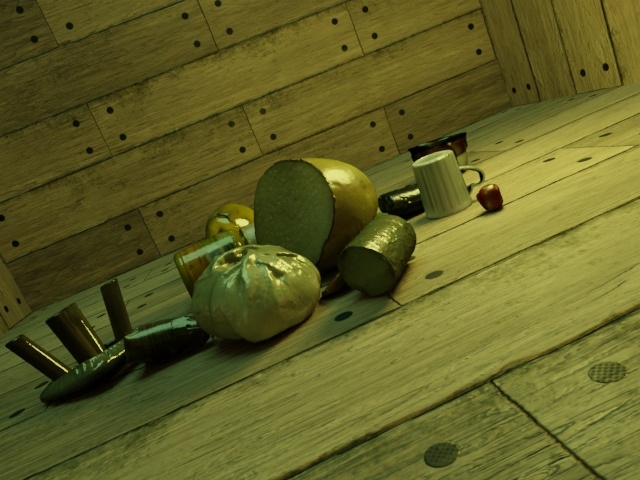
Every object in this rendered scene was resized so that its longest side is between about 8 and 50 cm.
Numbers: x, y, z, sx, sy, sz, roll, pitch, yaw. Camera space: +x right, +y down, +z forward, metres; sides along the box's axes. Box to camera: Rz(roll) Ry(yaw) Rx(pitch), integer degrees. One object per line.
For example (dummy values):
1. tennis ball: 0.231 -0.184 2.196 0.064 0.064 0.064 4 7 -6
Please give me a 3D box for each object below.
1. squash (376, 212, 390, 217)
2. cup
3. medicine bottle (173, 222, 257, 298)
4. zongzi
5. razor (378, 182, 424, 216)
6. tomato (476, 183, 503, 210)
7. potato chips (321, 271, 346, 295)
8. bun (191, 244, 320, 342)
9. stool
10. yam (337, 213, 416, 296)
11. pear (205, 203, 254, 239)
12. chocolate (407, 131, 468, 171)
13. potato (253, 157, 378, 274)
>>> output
1. squash: 0.211 -0.032 1.680 0.101 0.102 0.379 -21 11 7
2. cup: 0.444 -0.210 1.781 0.221 0.202 0.167 -27 15 -17
3. medicine bottle: -0.342 0.073 1.932 0.384 0.225 0.224 -24 12 -12
4. zongzi: -0.427 0.288 1.485 0.247 0.111 0.241 -13 -11 -9
5. razor: 0.394 -0.182 1.976 0.326 0.107 0.189 -23 11 -6
6. tomato: 0.529 -0.134 1.580 0.075 0.087 0.087 -22 11 19
7. potato chips: 0.073 0.086 1.450 0.150 0.049 0.202 -55 2 34
8. bun: -0.182 0.121 1.380 0.364 0.220 0.365 -12 12 3
9. stool: -0.722 0.300 1.544 0.310 0.226 0.310 -26 11 25
10. yam: 0.154 0.036 1.340 0.161 0.161 0.268 -16 14 29
11. pear: -0.415 -0.038 2.463 0.284 0.285 0.336 -23 -3 -3
12. chocolate: 0.563 -0.377 2.343 0.283 0.186 0.283 -17 4 1
13. potato: 0.016 -0.083 1.703 0.319 0.386 0.442 -8 1 -38
